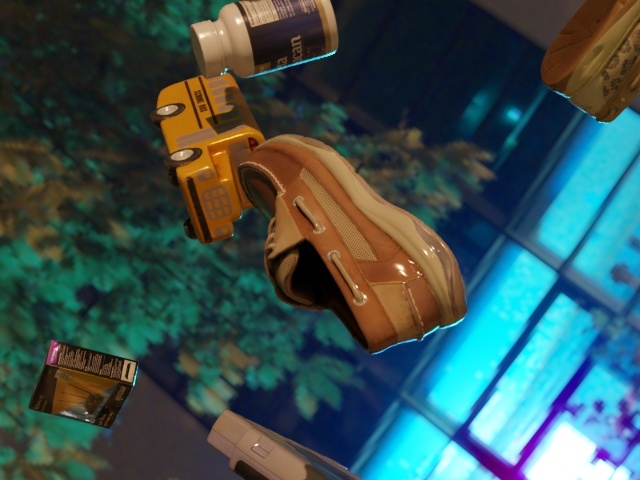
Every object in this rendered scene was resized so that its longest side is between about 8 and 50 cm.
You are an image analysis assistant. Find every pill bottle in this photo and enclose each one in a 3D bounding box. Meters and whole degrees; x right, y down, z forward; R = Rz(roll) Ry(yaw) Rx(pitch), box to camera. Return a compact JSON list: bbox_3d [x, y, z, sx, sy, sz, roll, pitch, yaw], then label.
[{"bbox_3d":[-0.071,-0.255,1.848,0.169,0.094,0.094,-17,-33,-11],"label":"pill bottle"}]

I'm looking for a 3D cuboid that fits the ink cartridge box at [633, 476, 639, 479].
[{"bbox_3d":[0.362,0.145,1.068,0.275,0.060,0.239,-26,-10,3],"label":"ink cartridge box"}]

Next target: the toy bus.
[{"bbox_3d":[-0.141,-0.114,1.957,0.130,0.333,0.108,-17,-64,-5],"label":"toy bus"}]

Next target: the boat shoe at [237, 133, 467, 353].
[{"bbox_3d":[0.000,0.000,1.369,0.116,0.324,0.123,-33,-54,-16],"label":"boat shoe"}]

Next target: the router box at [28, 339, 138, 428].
[{"bbox_3d":[-0.358,0.219,2.247,0.179,0.133,0.046,123,159,-56],"label":"router box"}]

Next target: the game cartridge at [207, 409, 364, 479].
[{"bbox_3d":[0.050,0.305,1.621,0.230,0.355,0.068,27,-90,-44],"label":"game cartridge"}]

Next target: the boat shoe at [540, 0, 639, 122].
[{"bbox_3d":[0.334,-0.241,1.437,0.285,0.089,0.104,-48,22,21],"label":"boat shoe"}]
